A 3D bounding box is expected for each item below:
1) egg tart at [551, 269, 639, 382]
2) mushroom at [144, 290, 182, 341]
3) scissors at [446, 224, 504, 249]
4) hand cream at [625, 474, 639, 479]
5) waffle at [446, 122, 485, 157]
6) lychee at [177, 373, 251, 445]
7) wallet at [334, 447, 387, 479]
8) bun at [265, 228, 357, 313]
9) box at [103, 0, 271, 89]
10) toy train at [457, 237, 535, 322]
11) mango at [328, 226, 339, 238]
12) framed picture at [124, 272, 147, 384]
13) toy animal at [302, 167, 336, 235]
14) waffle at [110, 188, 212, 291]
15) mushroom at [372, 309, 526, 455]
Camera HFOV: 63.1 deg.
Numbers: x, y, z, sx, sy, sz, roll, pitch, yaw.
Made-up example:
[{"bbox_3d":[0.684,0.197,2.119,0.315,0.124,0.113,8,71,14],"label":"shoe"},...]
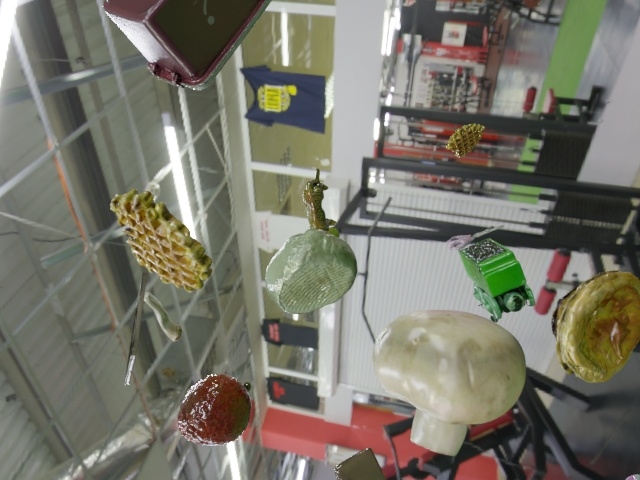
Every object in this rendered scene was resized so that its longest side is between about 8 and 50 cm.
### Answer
[{"bbox_3d":[0.548,0.166,1.042,0.106,0.241,0.241,26,112,61],"label":"egg tart"},{"bbox_3d":[-0.518,0.245,1.707,0.202,0.054,0.059,60,165,-19],"label":"mushroom"},{"bbox_3d":[0.566,-0.019,1.901,0.021,0.212,0.110,62,-168,-19],"label":"scissors"},{"bbox_3d":[0.693,0.575,1.078,0.174,0.047,0.076,-84,-30,-61],"label":"hand cream"},{"bbox_3d":[0.278,-0.193,1.005,0.085,0.016,0.078,1,-45,-45],"label":"waffle"},{"bbox_3d":[-0.343,0.571,1.769,0.300,0.255,0.255,-10,-66,-37],"label":"lychee"},{"bbox_3d":[0.103,0.567,1.185,0.039,0.118,0.152,-42,68,55],"label":"wallet"},{"bbox_3d":[-0.024,0.061,1.078,0.195,0.195,0.118,88,159,-46],"label":"bun"},{"bbox_3d":[-0.238,-0.448,0.955,0.294,0.193,0.167,-56,-35,-8],"label":"box"},{"bbox_3d":[0.482,0.103,1.438,0.243,0.132,0.188,-102,-12,-77],"label":"toy train"},{"bbox_3d":[0.000,0.000,1.715,0.165,0.091,0.074,-32,-3,-29],"label":"mango"},{"bbox_3d":[-0.498,0.237,1.406,0.184,0.016,0.250,120,151,-44],"label":"framed picture"},{"bbox_3d":[-0.006,-0.083,1.292,0.136,0.073,0.181,-67,-30,-76],"label":"toy animal"},{"bbox_3d":[-0.358,0.003,1.163,0.283,0.309,0.065,51,-126,-20],"label":"waffle"},{"bbox_3d":[0.290,0.314,1.228,0.325,0.353,0.353,65,-145,-64],"label":"mushroom"}]
